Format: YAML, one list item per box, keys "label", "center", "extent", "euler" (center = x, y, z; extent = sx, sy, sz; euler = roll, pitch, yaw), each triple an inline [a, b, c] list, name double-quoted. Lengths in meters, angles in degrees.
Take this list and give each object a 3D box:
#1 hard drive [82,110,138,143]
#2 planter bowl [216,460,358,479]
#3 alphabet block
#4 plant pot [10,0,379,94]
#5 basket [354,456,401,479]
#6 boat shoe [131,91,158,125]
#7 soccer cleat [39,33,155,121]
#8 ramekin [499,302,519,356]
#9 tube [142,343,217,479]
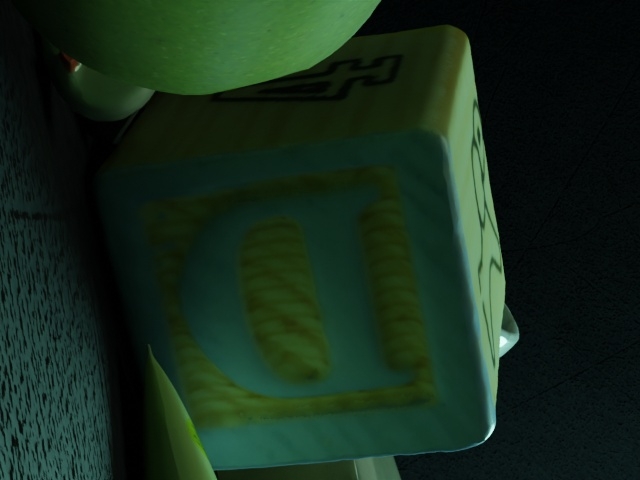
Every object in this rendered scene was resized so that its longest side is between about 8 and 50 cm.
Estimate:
- label: "hard drive"
  center: [-0.088, -0.130, 0.807]
  extent: [0.135, 0.022, 0.094]
  euler: [-51, -146, 33]
- label: "planter bowl"
  center: [-0.026, 0.183, 1.206]
  extent: [0.162, 0.109, 0.162]
  euler: [-12, 90, -90]
- label: "alphabet block"
  center: [0.000, 0.000, 0.880]
  extent: [0.197, 0.193, 0.192]
  euler: [-69, 151, -66]
- label: "plant pot"
  center: [-0.036, -0.180, 0.521]
  extent: [0.254, 0.276, 0.276]
  euler: [115, -35, -69]
- label: "basket"
  center: [-0.010, 0.185, 1.376]
  extent: [0.204, 0.154, 0.227]
  euler: [-108, -177, -78]
- label: "boat shoe"
  center: [-0.111, -0.117, 0.996]
  extent: [0.073, 0.073, 0.207]
  euler: [38, -21, 20]
- label: "soccer cleat"
  center: [-0.110, -0.130, 0.764]
  extent: [0.076, 0.068, 0.196]
  euler: [94, -14, -56]
- label: "ramekin"
  center: [0.013, 0.016, 1.139]
  extent: [0.273, 0.127, 0.273]
  euler: [43, 10, -9]
- label: "tube"
  center: [-0.055, 0.160, 0.714]
  extent: [0.070, 0.062, 0.240]
  euler: [-55, -147, 27]
